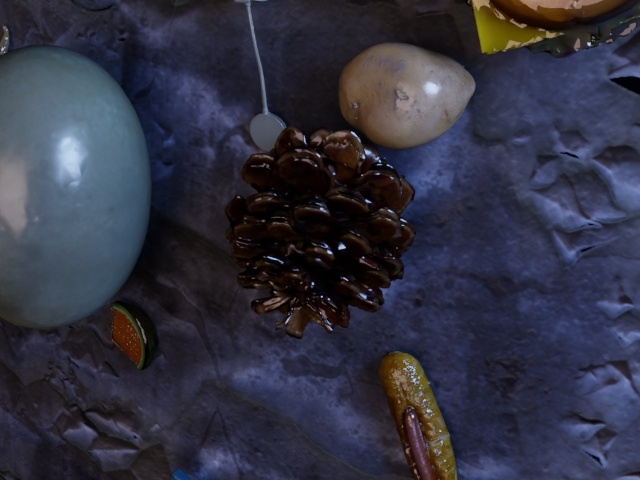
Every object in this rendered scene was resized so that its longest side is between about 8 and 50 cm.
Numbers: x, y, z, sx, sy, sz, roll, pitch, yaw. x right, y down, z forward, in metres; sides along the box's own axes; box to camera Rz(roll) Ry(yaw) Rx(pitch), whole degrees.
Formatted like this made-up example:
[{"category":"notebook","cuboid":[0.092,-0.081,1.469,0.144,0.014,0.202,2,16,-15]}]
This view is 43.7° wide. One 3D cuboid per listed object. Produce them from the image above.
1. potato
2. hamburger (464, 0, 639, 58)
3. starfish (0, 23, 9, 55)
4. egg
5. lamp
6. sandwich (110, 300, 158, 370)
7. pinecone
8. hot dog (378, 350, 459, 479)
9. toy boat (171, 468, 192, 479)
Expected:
[{"category":"potato","cuboid":[0.086,-0.151,0.845,0.146,0.112,0.112,9,109,33]},{"category":"hamburger","cuboid":[0.230,-0.292,0.710,0.261,0.138,0.243,-6,104,28]},{"category":"starfish","cuboid":[-0.486,-0.165,1.088,0.062,0.235,0.277,35,89,-23]},{"category":"egg","cuboid":[-0.337,-0.062,0.989,0.258,0.258,0.353,14,113,22]},{"category":"lamp","cuboid":[-0.066,-0.205,0.950,0.050,0.056,0.199,5,118,24]},{"category":"sandwich","cuboid":[-0.272,0.131,1.150,0.101,0.026,0.069,44,123,11]},{"category":"pinecone","cuboid":[0.000,0.000,0.870,0.221,0.221,0.222,8,108,24]},{"category":"hot dog","cuboid":[0.124,0.238,0.976,0.066,0.047,0.216,-12,99,26]},{"category":"toy boat","cuboid":[-0.228,0.426,1.181,0.102,0.088,0.215,28,117,20]}]
